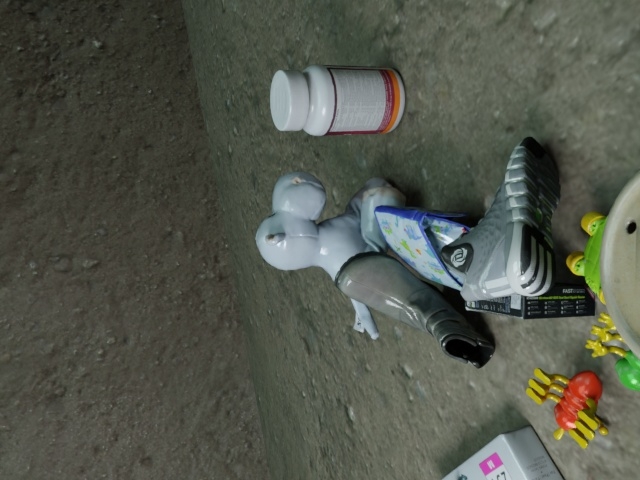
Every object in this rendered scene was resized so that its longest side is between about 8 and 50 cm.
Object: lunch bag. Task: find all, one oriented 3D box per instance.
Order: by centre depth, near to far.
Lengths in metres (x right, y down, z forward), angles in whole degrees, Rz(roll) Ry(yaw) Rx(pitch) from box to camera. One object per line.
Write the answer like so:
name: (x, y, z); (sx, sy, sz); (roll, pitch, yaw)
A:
lunch bag: (0.164, -0.002, 0.738); (0.096, 0.151, 0.128); (-59, 25, -6)

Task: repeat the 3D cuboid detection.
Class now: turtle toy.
turtle toy: (0.317, 0.007, 0.505); (0.095, 0.066, 0.130); (-93, 10, -63)

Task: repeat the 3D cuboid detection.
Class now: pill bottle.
pill bottle: (0.030, -0.250, 0.879); (0.121, 0.221, 0.121); (173, 90, -66)

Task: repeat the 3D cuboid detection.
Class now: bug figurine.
bug figurine: (0.349, 0.201, 0.486); (0.279, 0.072, 0.217); (-128, 37, -47)

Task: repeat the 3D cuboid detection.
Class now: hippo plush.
hippo plush: (0.000, 0.000, 0.916); (0.234, 0.236, 0.295); (154, 130, -80)

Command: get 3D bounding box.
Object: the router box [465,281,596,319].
router box: (0.254, 0.070, 0.598); (0.092, 0.122, 0.038); (177, 94, -65)

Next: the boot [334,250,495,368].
boot: (0.150, 0.105, 0.733); (0.084, 0.246, 0.161); (-59, 33, 12)

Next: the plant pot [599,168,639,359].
plant pot: (0.298, 0.017, 0.297); (0.284, 0.190, 0.285); (-178, 90, -85)

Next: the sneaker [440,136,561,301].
sneaker: (0.202, -0.024, 0.584); (0.132, 0.086, 0.229); (-27, 29, 45)

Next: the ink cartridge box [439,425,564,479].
ink cartridge box: (0.284, 0.441, 0.721); (0.275, 0.060, 0.239); (110, 146, -46)
